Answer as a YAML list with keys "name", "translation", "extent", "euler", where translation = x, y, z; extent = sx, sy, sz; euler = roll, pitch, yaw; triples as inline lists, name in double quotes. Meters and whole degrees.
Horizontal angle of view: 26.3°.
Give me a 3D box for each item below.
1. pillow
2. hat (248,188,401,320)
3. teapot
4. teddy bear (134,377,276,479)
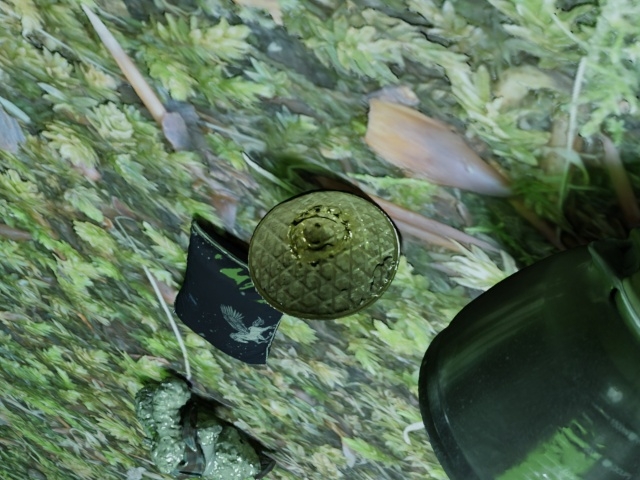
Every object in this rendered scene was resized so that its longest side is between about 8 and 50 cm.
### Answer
- name: "pillow"
  translation: [-0.100, 0.068, 1.521]
  extent: [0.141, 0.055, 0.208]
  euler: [36, 152, 9]
- name: "hat"
  translation: [0.000, 0.000, 1.310]
  extent: [0.146, 0.067, 0.146]
  euler: [-3, 121, -5]
- name: "teapot"
  translation: [0.258, 0.135, 1.072]
  extent: [0.321, 0.239, 0.239]
  euler: [51, 131, 12]
- name: "teddy bear"
  translation: [-0.169, 0.284, 1.870]
  extent: [0.213, 0.111, 0.133]
  euler: [38, 155, -10]
